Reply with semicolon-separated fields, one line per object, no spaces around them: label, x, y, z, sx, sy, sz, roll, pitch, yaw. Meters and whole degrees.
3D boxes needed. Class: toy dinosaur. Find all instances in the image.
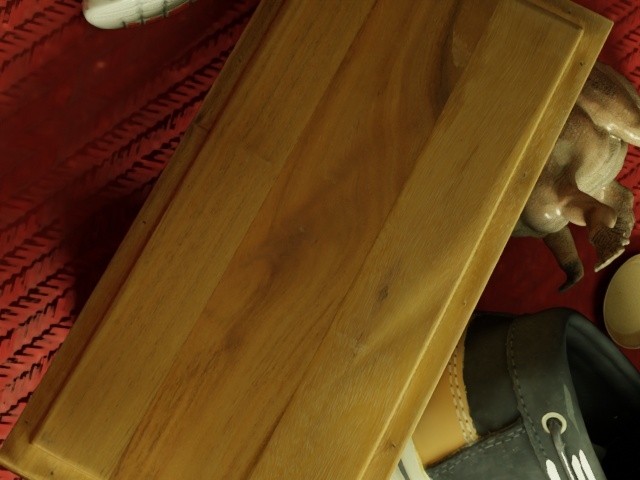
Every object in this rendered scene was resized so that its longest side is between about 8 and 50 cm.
toy dinosaur;0.163;-0.078;0.996;0.296;0.127;0.200;-34;82;-37

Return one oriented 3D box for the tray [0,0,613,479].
tray;0.000;0.000;0.829;0.203;0.076;0.411;27;73;4

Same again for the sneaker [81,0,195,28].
sneaker;-0.089;-0.187;0.858;0.158;0.061;0.065;-31;89;-22

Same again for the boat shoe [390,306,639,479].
boat shoe;0.242;0.199;0.984;0.500;0.156;0.187;39;39;-34

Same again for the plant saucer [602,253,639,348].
plant saucer;0.264;0.049;1.141;0.083;0.015;0.083;-8;106;-30
